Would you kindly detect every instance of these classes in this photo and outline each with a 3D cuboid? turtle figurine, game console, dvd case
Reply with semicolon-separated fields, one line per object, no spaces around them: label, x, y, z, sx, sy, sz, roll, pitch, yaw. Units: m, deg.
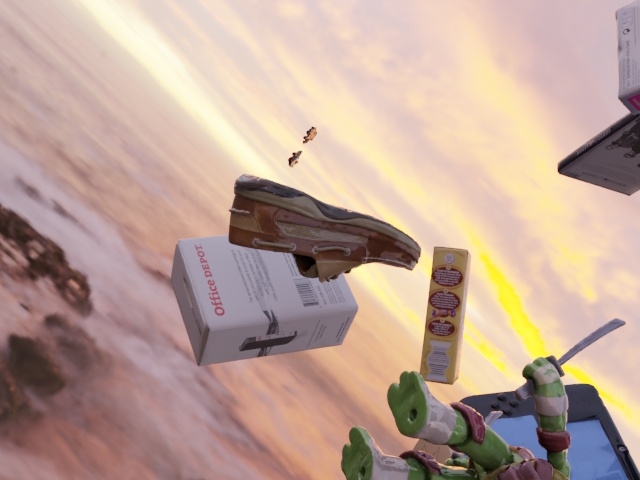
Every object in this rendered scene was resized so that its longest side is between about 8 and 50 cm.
turtle figurine;0.162;0.198;0.930;0.266;0.275;0.198;21;-26;-27
game console;0.465;0.453;1.813;0.386;0.342;0.060;-102;-176;-52
dvd case;0.591;-0.162;1.673;0.179;0.030;0.238;15;-26;-19

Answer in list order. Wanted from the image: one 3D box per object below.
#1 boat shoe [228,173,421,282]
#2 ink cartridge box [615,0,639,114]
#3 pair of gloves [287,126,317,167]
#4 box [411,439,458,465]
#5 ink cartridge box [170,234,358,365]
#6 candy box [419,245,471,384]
boat shoe;0.000;0.000;1.344;0.324;0.120;0.122;19;-1;-27
ink cartridge box;0.587;-0.320;1.300;0.065;0.186;0.311;30;-35;-33
pair of gloves;-0.030;-0.163;1.554;0.010;0.083;0.074;34;2;5
box;0.170;0.378;1.434;0.021;0.164;0.201;28;16;-5
ink cartridge box;-0.102;0.091;1.528;0.114;0.272;0.197;112;-36;-43
candy box;0.178;0.105;1.259;0.053;0.187;0.109;5;-3;13
